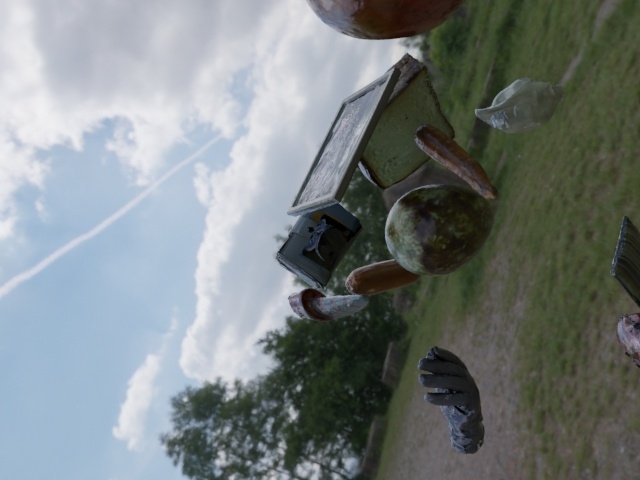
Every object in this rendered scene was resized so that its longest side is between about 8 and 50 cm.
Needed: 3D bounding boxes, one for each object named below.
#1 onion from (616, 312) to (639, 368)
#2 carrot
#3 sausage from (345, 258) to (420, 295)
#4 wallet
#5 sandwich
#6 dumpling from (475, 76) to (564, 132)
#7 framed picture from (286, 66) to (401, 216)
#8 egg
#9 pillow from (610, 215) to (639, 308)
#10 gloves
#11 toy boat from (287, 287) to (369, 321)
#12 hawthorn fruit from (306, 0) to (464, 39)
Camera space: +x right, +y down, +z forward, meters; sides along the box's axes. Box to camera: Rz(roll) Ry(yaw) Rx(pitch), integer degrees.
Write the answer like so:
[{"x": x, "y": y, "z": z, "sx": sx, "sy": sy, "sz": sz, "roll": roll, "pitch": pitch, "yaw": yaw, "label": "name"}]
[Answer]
[{"x": 0.884, "y": 0.263, "z": 1.587, "sx": 0.147, "sy": 0.184, "sz": 0.184, "roll": -30, "pitch": -25, "yaw": -16, "label": "onion"}, {"x": 0.276, "y": -0.158, "z": 1.205, "sx": 0.059, "sy": 0.248, "sz": 0.059, "roll": -25, "pitch": -37, "yaw": -21, "label": "carrot"}, {"x": 0.209, "y": 0.117, "z": 1.949, "sx": 0.105, "sy": 0.274, "sz": 0.105, "roll": 37, "pitch": 133, "yaw": 54, "label": "sausage"}, {"x": 0.000, "y": 0.000, "z": 1.583, "sx": 0.231, "sy": 0.170, "sz": 0.069, "roll": -55, "pitch": 4, "yaw": -26, "label": "wallet"}, {"x": 0.192, "y": -0.288, "z": 1.542, "sx": 0.271, "sy": 0.099, "sz": 0.301, "roll": -36, "pitch": -36, "yaw": 9, "label": "sandwich"}, {"x": 0.533, "y": -0.355, "z": 1.562, "sx": 0.162, "sy": 0.250, "sz": 0.132, "roll": 126, "pitch": 132, "yaw": -73, "label": "dumpling"}, {"x": 0.045, "y": -0.198, "z": 1.252, "sx": 0.232, "sy": 0.024, "sz": 0.315, "roll": -12, "pitch": 51, "yaw": 63, "label": "framed picture"}, {"x": 0.312, "y": -0.031, "z": 1.557, "sx": 0.238, "sy": 0.289, "sz": 0.238, "roll": -18, "pitch": -90, "yaw": -89, "label": "egg"}, {"x": 0.881, "y": 0.072, "z": 1.661, "sx": 0.052, "sy": 0.208, "sz": 0.212, "roll": -19, "pitch": 35, "yaw": 51, "label": "pillow"}, {"x": 0.291, "y": 0.343, "z": 1.316, "sx": 0.285, "sy": 0.119, "sz": 0.142, "roll": 59, "pitch": 176, "yaw": -26, "label": "gloves"}, {"x": 0.054, "y": 0.193, "z": 1.834, "sx": 0.206, "sy": 0.282, "sz": 0.096, "roll": 30, "pitch": -122, "yaw": -37, "label": "toy boat"}, {"x": 0.109, "y": -0.585, "z": 1.146, "sx": 0.403, "sy": 0.403, "sz": 0.402, "roll": 17, "pitch": -90, "yaw": -81, "label": "hawthorn fruit"}]
